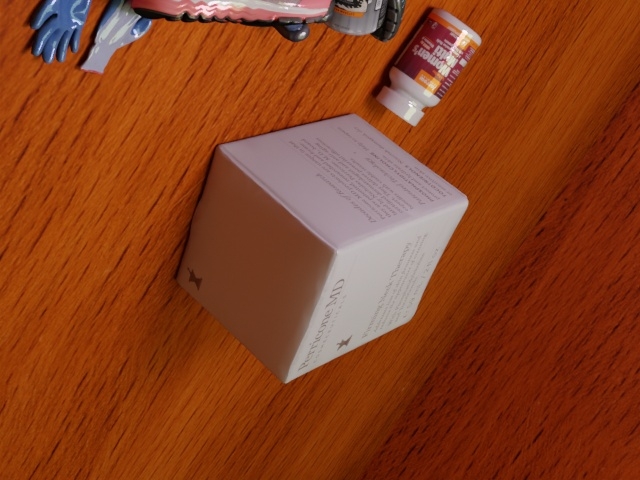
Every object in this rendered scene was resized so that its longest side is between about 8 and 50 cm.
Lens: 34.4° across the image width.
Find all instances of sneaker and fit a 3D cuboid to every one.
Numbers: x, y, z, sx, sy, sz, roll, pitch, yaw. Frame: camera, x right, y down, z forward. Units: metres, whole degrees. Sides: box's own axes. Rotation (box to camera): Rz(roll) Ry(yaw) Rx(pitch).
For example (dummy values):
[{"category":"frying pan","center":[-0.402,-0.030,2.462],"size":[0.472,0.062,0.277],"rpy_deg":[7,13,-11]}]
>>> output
[{"category":"sneaker","center":[0.134,-0.468,1.824],"size":[0.106,0.101,0.267],"rpy_deg":[-38,153,-30]},{"category":"sneaker","center":[-0.110,-0.373,1.457],"size":[0.314,0.116,0.136],"rpy_deg":[-4,101,-32]}]

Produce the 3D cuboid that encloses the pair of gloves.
[{"category":"pair of gloves","center":[-0.306,-0.302,1.417],"size":[0.159,0.023,0.198],"rpy_deg":[-56,154,13]}]

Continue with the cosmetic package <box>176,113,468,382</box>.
[{"category":"cosmetic package","center":[0.000,0.000,1.976],"size":[0.394,0.327,0.329],"rpy_deg":[-21,142,-45]}]

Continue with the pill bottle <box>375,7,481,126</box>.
[{"category":"pill bottle","center":[0.216,-0.348,2.094],"size":[0.221,0.121,0.121],"rpy_deg":[-55,155,9]}]

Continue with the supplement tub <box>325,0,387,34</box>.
[{"category":"supplement tub","center":[0.063,-0.447,1.714],"size":[0.117,0.117,0.190],"rpy_deg":[-33,149,-33]}]

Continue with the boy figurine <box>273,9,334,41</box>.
[{"category":"boy figurine","center":[-0.050,-0.430,1.585],"size":[0.177,0.092,0.285],"rpy_deg":[-42,153,-15]}]
